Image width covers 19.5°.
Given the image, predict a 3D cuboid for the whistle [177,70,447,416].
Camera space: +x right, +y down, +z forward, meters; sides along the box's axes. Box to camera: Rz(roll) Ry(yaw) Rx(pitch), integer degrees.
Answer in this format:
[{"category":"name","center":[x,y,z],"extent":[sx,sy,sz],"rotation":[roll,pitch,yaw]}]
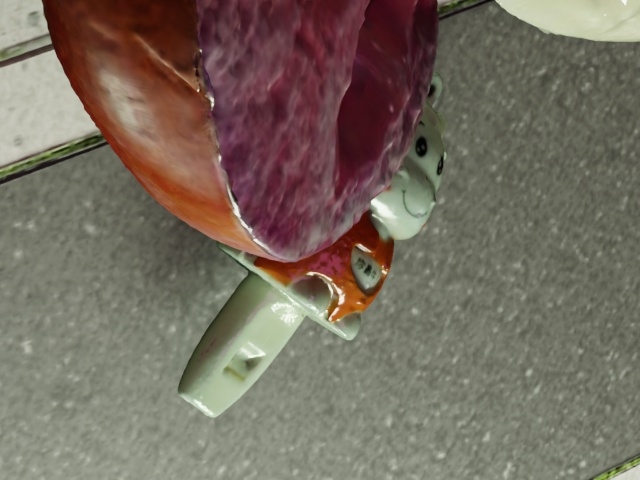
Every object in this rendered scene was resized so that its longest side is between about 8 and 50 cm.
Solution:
[{"category":"whistle","center":[-0.002,-0.001,1.135],"extent":[0.101,0.106,0.253],"rotation":[39,85,-19]}]

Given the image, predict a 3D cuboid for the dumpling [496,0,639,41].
[{"category":"dumpling","center":[0.241,-0.245,1.162],"extent":[0.315,0.233,0.395],"rotation":[-37,146,24]}]

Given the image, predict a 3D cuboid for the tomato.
[{"category":"tomato","center":[-0.064,-0.155,0.948],"extent":[0.335,0.176,0.290],"rotation":[72,32,-48]}]
